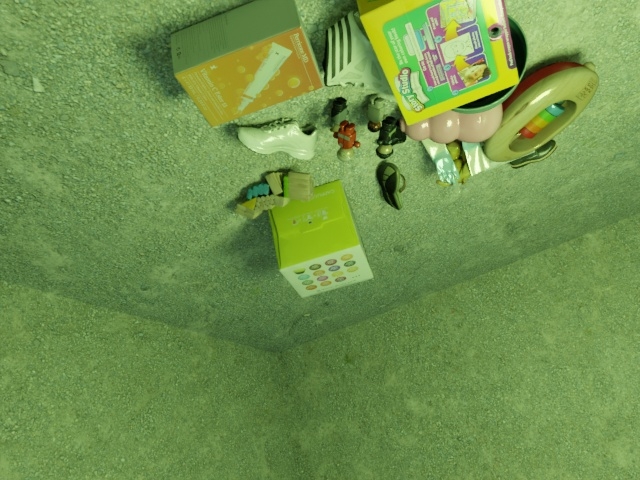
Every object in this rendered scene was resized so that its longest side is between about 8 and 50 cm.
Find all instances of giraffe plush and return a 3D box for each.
[{"bbox_3d":[0.569,-0.296,1.962,0.182,0.210,0.171,5,-174,25],"label":"giraffe plush"}]

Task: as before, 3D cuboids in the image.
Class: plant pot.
[{"bbox_3d":[0.465,-0.511,1.445,0.293,0.292,0.196,-24,170,19],"label":"plant pot"}]

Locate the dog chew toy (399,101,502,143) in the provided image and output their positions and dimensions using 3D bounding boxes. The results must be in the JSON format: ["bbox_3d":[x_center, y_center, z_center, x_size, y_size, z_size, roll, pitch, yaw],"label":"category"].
[{"bbox_3d":[0.441,-0.425,1.648,0.332,0.206,0.206,-8,151,8],"label":"dog chew toy"}]

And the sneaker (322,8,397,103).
[{"bbox_3d":[0.157,-0.512,1.454,0.258,0.168,0.447,-13,150,26],"label":"sneaker"}]

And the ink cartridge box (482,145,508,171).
[{"bbox_3d":[0.754,-0.369,1.960,0.207,0.097,0.046,-21,150,15],"label":"ink cartridge box"}]

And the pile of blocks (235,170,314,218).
[{"bbox_3d":[-0.178,-0.198,1.902,0.363,0.148,0.112,-16,-165,24],"label":"pile of blocks"}]

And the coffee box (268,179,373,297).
[{"bbox_3d":[0.000,0.000,2.052,0.338,0.337,0.334,-17,150,7],"label":"coffee box"}]

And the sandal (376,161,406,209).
[{"bbox_3d":[0.311,-0.239,2.020,0.086,0.120,0.302,-41,153,-8],"label":"sandal"}]

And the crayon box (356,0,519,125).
[{"bbox_3d":[0.305,-0.502,1.212,0.314,0.106,0.363,-17,140,20],"label":"crayon box"}]

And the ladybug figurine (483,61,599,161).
[{"bbox_3d":[0.765,-0.469,1.712,0.305,0.161,0.449,7,143,-39],"label":"ladybug figurine"}]

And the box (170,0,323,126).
[{"bbox_3d":[-0.195,-0.487,1.299,0.346,0.168,0.215,-18,150,8],"label":"box"}]

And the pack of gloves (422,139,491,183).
[{"bbox_3d":[0.517,-0.337,1.822,0.195,0.231,0.046,-26,-169,11],"label":"pack of gloves"}]

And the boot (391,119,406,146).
[{"bbox_3d":[0.276,-0.396,1.772,0.121,0.045,0.099,-16,154,-9],"label":"boot"}]

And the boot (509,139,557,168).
[{"bbox_3d":[0.880,-0.385,2.013,0.198,0.076,0.137,-30,141,26],"label":"boot"}]

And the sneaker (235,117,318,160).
[{"bbox_3d":[-0.143,-0.362,1.632,0.298,0.111,0.129,0,133,-29],"label":"sneaker"}]

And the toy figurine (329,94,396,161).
[{"bbox_3d":[0.137,-0.370,1.593,0.213,0.209,0.148,-9,139,-8],"label":"toy figurine"}]
